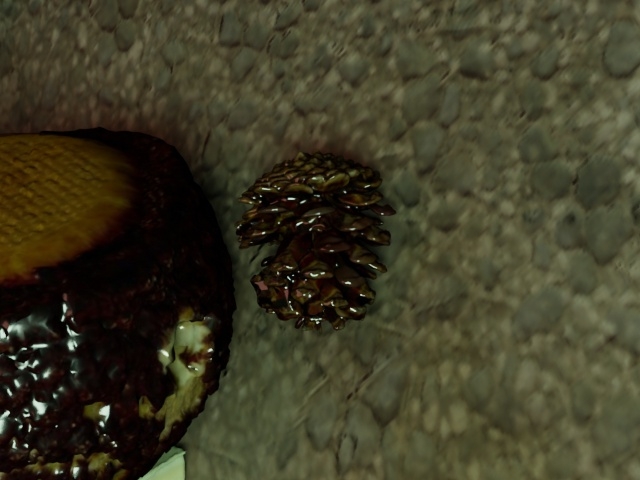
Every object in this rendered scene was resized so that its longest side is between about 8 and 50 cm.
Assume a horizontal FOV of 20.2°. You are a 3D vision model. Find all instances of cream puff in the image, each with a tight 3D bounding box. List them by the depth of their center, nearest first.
[{"bbox_3d":[-0.155,0.046,0.884,0.239,0.239,0.164,26,135,48],"label":"cream puff"}]

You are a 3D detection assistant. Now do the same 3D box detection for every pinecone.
[{"bbox_3d":[0.000,0.000,0.824,0.077,0.077,0.083,-13,96,47],"label":"pinecone"}]

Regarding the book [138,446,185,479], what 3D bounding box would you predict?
[{"bbox_3d":[-0.234,0.160,0.926,0.201,0.289,0.026,19,133,49],"label":"book"}]
